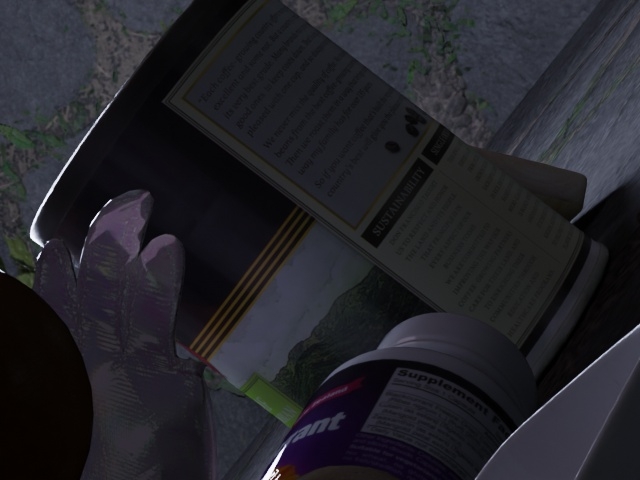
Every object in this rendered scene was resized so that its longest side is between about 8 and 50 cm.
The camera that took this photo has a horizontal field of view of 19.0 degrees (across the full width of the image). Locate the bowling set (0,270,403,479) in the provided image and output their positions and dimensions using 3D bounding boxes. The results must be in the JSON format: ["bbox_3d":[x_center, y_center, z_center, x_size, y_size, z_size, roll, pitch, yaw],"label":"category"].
[{"bbox_3d":[-0.050,0.119,0.307,0.287,0.200,0.154,-33,15,33],"label":"bowling set"}]

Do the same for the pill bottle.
[{"bbox_3d":[0.030,0.112,0.801,0.108,0.108,0.193,-52,2,35],"label":"pill bottle"}]

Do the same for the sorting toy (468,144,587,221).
[{"bbox_3d":[0.023,0.005,1.348,0.257,0.255,0.089,125,157,-69],"label":"sorting toy"}]

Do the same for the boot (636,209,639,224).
[{"bbox_3d":[0.191,-0.043,0.971,0.114,0.037,0.106,-58,0,-7],"label":"boot"}]

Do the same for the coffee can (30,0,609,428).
[{"bbox_3d":[0.000,0.000,1.120,0.201,0.275,0.201,-53,1,1],"label":"coffee can"}]

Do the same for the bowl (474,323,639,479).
[{"bbox_3d":[0.076,0.104,0.620,0.142,0.053,0.142,-55,3,-38],"label":"bowl"}]

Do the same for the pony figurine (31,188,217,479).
[{"bbox_3d":[-0.171,0.143,0.882,0.363,0.351,0.303,-21,27,-20],"label":"pony figurine"}]
